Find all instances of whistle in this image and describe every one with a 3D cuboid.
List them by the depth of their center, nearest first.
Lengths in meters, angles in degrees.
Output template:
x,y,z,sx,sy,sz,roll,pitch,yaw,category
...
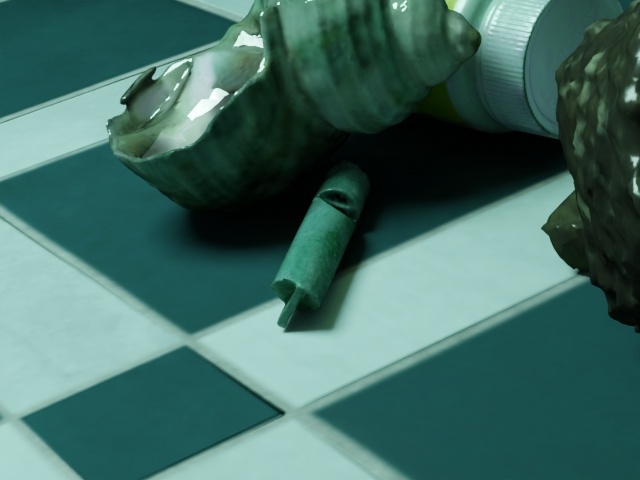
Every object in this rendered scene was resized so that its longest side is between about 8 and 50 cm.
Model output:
x,y,z,sx,sy,sz,roll,pitch,yaw,category
0.000,0.000,1.137,0.039,0.039,0.186,-2,26,15,whistle

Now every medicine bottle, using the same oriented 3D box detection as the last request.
x,y,z,sx,sy,sz,roll,pitch,yaw,category
0.119,-0.160,1.310,0.139,0.139,0.225,-27,31,-33,medicine bottle

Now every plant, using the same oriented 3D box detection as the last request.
x,y,z,sx,sy,sz,roll,pitch,yaw,category
0.247,-0.043,0.967,0.215,0.213,0.312,-11,-11,-4,plant

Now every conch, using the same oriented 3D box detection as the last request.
x,y,z,sx,sy,sz,roll,pitch,yaw,category
-0.017,-0.130,1.221,0.277,0.195,0.220,-7,19,13,conch
